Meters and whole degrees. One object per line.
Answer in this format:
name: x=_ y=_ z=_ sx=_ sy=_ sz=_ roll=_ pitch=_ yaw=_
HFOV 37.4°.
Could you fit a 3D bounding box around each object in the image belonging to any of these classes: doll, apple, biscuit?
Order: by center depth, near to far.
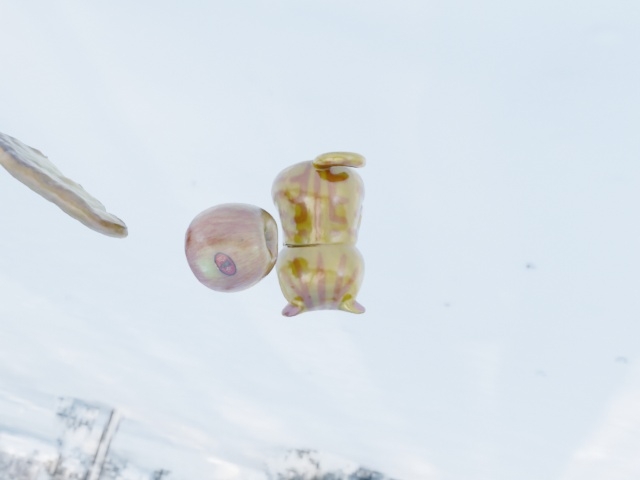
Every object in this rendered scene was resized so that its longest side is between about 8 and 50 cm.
apple: x=-0.133 y=0.008 z=1.464 sx=0.131 sy=0.146 sz=0.146 roll=-16 pitch=152 yaw=19
biscuit: x=-0.440 y=-0.095 z=1.530 sx=0.299 sy=0.045 sz=0.154 roll=35 pitch=-178 yaw=35
doll: x=0.000 y=-0.010 z=1.605 sx=0.167 sy=0.269 sz=0.162 roll=-3 pitch=-179 yaw=3
